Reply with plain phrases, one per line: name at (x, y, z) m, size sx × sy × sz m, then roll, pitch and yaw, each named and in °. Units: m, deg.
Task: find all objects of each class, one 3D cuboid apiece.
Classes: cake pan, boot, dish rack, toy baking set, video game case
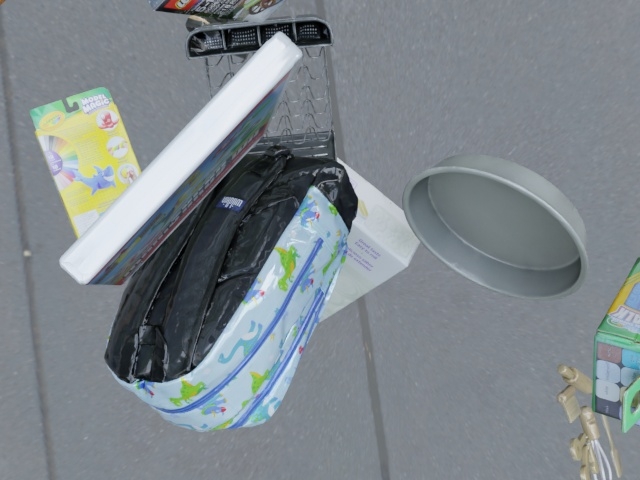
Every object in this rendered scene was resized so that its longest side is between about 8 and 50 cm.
cake pan at (0.262, -0.021, 1.259) m, size 0.293 × 0.293 × 0.054 m, roll 32°, pitch 65°, yaw 4°
boot at (-0.177, -0.435, 1.607) m, size 0.076 × 0.198 × 0.137 m, roll 22°, pitch 94°, yaw 16°
dish rack at (-0.075, -0.201, 1.264) m, size 0.208 × 0.074 × 0.272 m, roll -5°, pitch 122°, yaw 3°
toy baking set at (0.455, 0.322, 1.455) m, size 0.030 × 0.256 × 0.197 m, roll -14°, pitch 64°, yaw 33°
video game case at (-0.106, -0.046, 0.667) m, size 0.025 × 0.285 × 0.204 m, roll 43°, pitch 82°, yaw -4°

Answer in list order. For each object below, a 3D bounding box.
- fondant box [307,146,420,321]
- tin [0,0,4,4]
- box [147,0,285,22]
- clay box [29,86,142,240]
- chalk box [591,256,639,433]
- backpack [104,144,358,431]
fondant box at (0.000, 0.000, 1.550) m, size 0.238 × 0.330 × 0.096 m, roll 38°, pitch 54°, yaw -9°
tin at (-0.443, -0.319, 1.082) m, size 0.040 × 0.106 × 0.190 m, roll 38°, pitch 58°, yaw -8°
box at (-0.017, -0.260, 0.652) m, size 0.233 × 0.159 × 0.044 m, roll -35°, pitch 83°, yaw 29°
clay box at (-0.348, -0.111, 1.307) m, size 0.127 × 0.053 × 0.222 m, roll -22°, pitch 98°, yaw -17°
chalk box at (0.404, 0.139, 1.003) m, size 0.132 × 0.213 × 0.133 m, roll 14°, pitch 130°, yaw 31°
backpack at (-0.127, 0.074, 1.137) m, size 0.290 × 0.273 × 0.356 m, roll 4°, pitch 45°, yaw 33°
